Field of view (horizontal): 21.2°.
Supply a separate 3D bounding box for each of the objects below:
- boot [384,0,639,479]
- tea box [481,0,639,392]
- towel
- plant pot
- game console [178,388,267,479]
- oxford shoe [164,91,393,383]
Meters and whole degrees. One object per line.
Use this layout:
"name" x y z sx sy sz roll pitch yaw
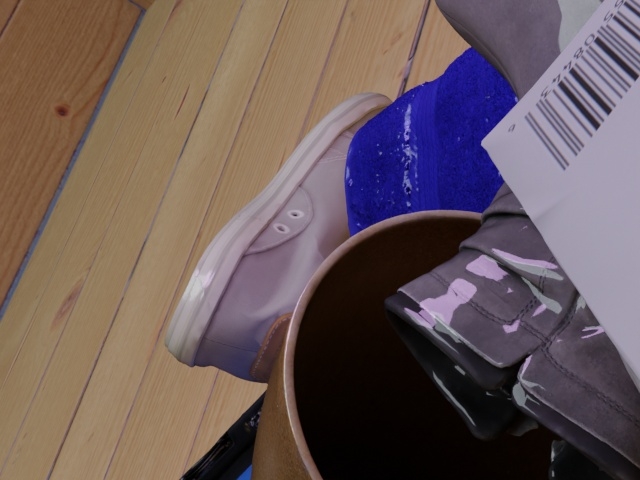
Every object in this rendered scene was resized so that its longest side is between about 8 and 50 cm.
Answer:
"boot" 0.113 -0.027 0.897 0.222 0.118 0.338 -40 49 -8
"tea box" 0.281 -0.037 0.451 0.329 0.323 0.220 -52 18 13
"towel" 0.104 -0.019 1.180 0.308 0.076 0.228 149 115 -62
"plant pot" 0.054 0.149 1.001 0.254 0.237 0.237 121 171 -53
"game console" -0.017 0.220 1.362 0.293 0.173 0.250 -46 -11 31
"oxford shoe" 0.000 0.000 1.558 0.449 0.130 0.169 -54 -12 -58
